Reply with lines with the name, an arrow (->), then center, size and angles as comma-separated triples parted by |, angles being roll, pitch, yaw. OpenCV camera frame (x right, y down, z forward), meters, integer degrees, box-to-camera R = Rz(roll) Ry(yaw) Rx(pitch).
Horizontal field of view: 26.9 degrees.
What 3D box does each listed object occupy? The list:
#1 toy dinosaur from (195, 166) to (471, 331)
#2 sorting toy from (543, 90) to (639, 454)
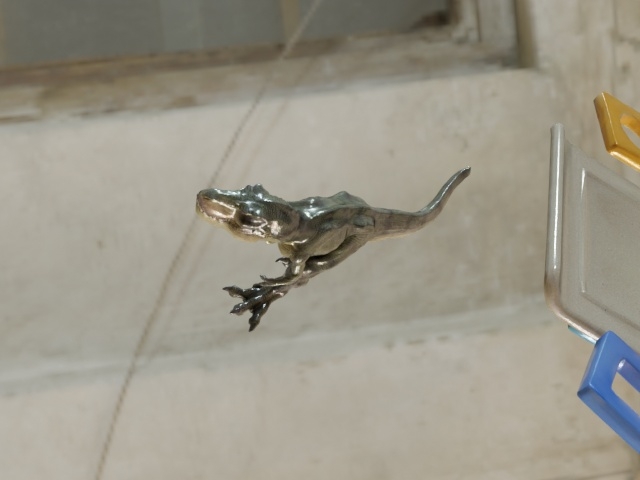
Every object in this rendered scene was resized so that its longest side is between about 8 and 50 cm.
toy dinosaur -> 0.000, 0.000, 0.916 | 0.118, 0.268, 0.064 | -40, -108, 33
sorting toy -> 0.208, 0.033, 0.849 | 0.047, 0.196, 0.348 | -46, -163, 34
